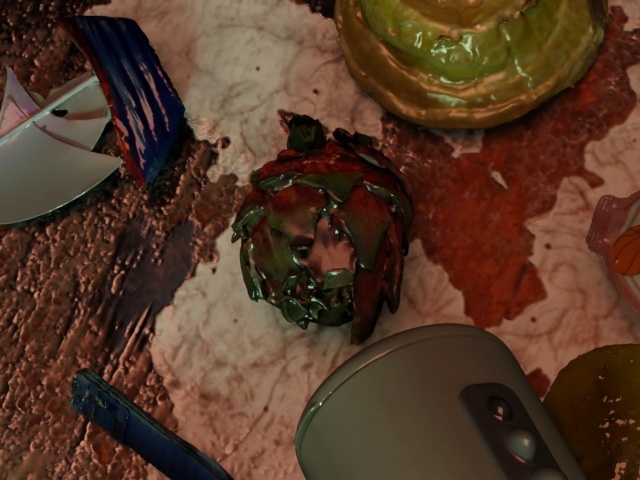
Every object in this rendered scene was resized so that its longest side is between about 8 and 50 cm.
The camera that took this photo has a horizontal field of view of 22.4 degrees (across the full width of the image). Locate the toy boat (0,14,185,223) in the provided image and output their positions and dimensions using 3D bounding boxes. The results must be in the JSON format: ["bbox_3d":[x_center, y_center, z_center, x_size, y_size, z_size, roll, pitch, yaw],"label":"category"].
[{"bbox_3d":[-0.269,-0.091,1.640,0.219,0.072,0.318,35,80,25],"label":"toy boat"}]

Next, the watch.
[{"bbox_3d":[-0.208,0.262,1.415,0.274,0.068,0.276,34,50,21],"label":"watch"}]

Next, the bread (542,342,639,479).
[{"bbox_3d":[0.297,0.261,1.351,0.166,0.112,0.383,-12,64,6],"label":"bread"}]

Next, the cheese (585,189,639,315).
[{"bbox_3d":[0.378,0.032,1.448,0.286,0.074,0.189,22,56,7],"label":"cheese"}]

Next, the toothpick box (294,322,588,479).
[{"bbox_3d":[0.130,0.233,1.295,0.229,0.229,0.316,-28,49,-2],"label":"toothpick box"}]

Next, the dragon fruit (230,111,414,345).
[{"bbox_3d":[0.002,-0.007,1.495,0.182,0.182,0.188,22,59,19],"label":"dragon fruit"}]

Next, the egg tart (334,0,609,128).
[{"bbox_3d":[0.147,-0.249,1.601,0.290,0.115,0.290,-3,68,8],"label":"egg tart"}]
